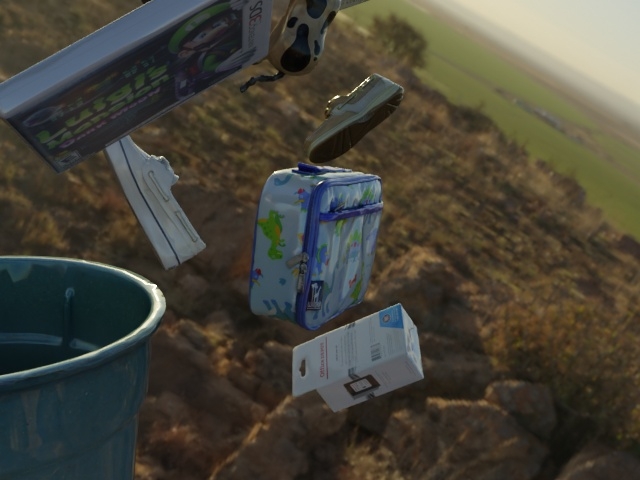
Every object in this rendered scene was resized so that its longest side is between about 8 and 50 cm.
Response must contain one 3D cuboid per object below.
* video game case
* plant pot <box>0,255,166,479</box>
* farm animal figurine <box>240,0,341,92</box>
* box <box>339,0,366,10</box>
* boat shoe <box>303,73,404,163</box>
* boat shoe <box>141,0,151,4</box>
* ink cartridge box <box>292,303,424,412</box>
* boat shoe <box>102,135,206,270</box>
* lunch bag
[{"bbox_3d":[-0.116,-0.115,0.620,0.022,0.190,0.173,58,-8,4],"label":"video game case"},{"bbox_3d":[-0.307,0.216,0.816,0.341,0.334,0.341,2,15,0],"label":"plant pot"},{"bbox_3d":[-0.012,-0.370,0.976,0.330,0.326,0.172,62,-15,-22],"label":"farm animal figurine"},{"bbox_3d":[0.040,-0.489,1.356,0.126,0.232,0.149,-21,53,-9],"label":"box"},{"bbox_3d":[0.028,-0.130,0.962,0.135,0.050,0.045,-37,67,-27],"label":"boat shoe"},{"bbox_3d":[-0.188,-0.422,1.294,0.114,0.091,0.302,17,41,9],"label":"boat shoe"},{"bbox_3d":[0.051,0.175,1.312,0.060,0.180,0.104,54,21,-34],"label":"ink cartridge box"},{"bbox_3d":[-0.254,-0.085,1.364,0.258,0.084,0.095,66,-13,-17],"label":"boat shoe"},{"bbox_3d":[0.000,0.000,1.051,0.090,0.176,0.219,11,8,21],"label":"lunch bag"}]
